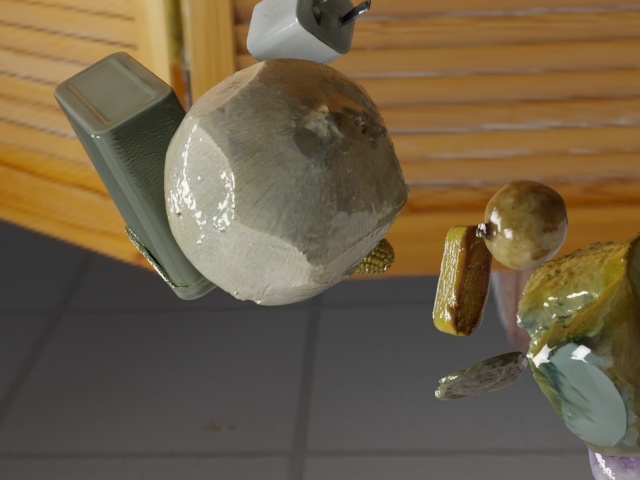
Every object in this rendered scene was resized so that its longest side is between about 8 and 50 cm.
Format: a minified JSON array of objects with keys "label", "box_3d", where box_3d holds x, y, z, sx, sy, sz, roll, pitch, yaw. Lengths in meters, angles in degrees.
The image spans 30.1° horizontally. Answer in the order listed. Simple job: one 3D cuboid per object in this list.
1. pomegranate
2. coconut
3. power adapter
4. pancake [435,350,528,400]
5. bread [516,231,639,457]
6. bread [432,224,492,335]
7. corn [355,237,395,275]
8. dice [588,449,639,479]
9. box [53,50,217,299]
[{"label":"pomegranate","box_3d":[0.404,-0.030,2.398,0.196,0.196,0.196,-2,-156,1]},{"label":"coconut","box_3d":[-0.050,-0.087,1.746,0.346,0.346,0.360,-14,170,-25]},{"label":"power adapter","box_3d":[-0.008,-0.375,2.022,0.205,0.130,0.125,-22,-132,42]},{"label":"pancake","box_3d":[0.346,0.295,2.543,0.222,0.236,0.042,-6,-115,-24]},{"label":"bread","box_3d":[0.492,0.213,1.904,0.239,0.395,0.264,-21,-159,41]},{"label":"bread","box_3d":[0.312,0.085,2.597,0.102,0.246,0.094,12,177,-40]},{"label":"corn","box_3d":[0.000,0.000,2.286,0.293,0.106,0.106,12,-157,-7]},{"label":"dice","box_3d":[0.689,0.367,2.345,0.270,0.270,0.271,1,175,29]},{"label":"box","box_3d":[-0.292,-0.124,2.093,0.177,0.344,0.352,-32,-149,-11]}]
